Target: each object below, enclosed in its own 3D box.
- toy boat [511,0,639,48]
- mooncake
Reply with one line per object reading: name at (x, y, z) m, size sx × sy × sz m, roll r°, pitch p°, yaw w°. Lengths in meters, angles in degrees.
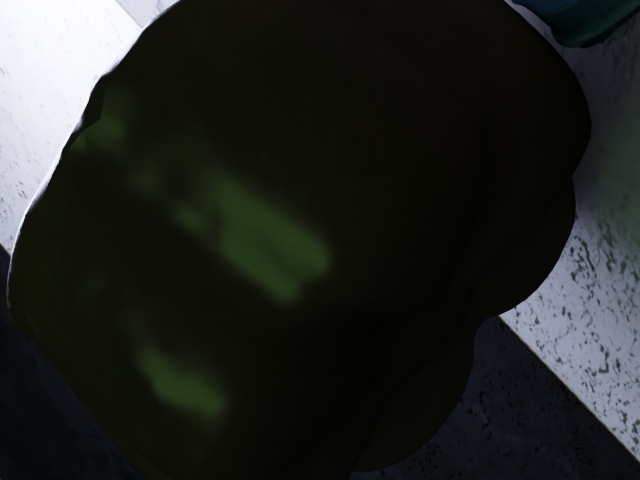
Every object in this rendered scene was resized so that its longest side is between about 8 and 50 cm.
toy boat at (0.216, -0.189, 1.116) m, size 0.238 × 0.098 × 0.109 m, roll 153°, pitch 128°, yaw -67°
mooncake at (0.000, 0.000, 1.228) m, size 0.262 × 0.467 × 0.467 m, roll 41°, pitch 145°, yaw 22°
